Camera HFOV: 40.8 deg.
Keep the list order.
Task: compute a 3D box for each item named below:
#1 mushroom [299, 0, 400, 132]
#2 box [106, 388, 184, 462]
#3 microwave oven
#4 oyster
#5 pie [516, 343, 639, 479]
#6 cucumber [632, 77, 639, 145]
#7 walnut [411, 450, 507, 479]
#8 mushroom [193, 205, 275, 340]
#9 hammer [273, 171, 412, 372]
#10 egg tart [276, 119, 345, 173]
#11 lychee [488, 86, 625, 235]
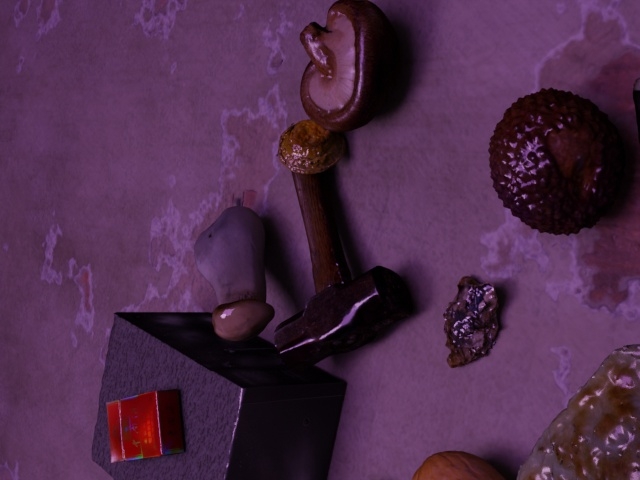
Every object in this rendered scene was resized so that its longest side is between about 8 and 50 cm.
[{"bbox_3d":[0.058,-0.292,1.461,0.194,0.138,0.231,53,135,20],"label":"mushroom"},{"bbox_3d":[-0.310,0.325,1.503,0.175,0.048,0.112,-22,72,44],"label":"box"},{"bbox_3d":[-0.207,0.346,1.602,0.432,0.236,0.374,18,101,47],"label":"microwave oven"},{"bbox_3d":[0.219,0.128,1.299,0.103,0.051,0.148,20,112,53],"label":"oyster"},{"bbox_3d":[0.412,0.315,0.987,0.418,0.180,0.395,45,120,47],"label":"pie"},{"bbox_3d":[0.437,-0.099,1.071,0.074,0.074,0.241,-11,80,46],"label":"cucumber"},{"bbox_3d":[0.210,0.390,1.211,0.207,0.159,0.159,46,119,38],"label":"walnut"},{"bbox_3d":[-0.160,0.067,1.596,0.329,0.122,0.159,-105,35,-50],"label":"mushroom"},{"bbox_3d":[0.000,0.000,1.499,0.242,0.095,0.409,-29,59,28],"label":"hammer"},{"bbox_3d":[-0.020,-0.173,1.527,0.130,0.130,0.052,56,163,34],"label":"egg tart"},{"bbox_3d":[0.304,-0.110,1.144,0.188,0.188,0.188,-5,83,47],"label":"lychee"}]
